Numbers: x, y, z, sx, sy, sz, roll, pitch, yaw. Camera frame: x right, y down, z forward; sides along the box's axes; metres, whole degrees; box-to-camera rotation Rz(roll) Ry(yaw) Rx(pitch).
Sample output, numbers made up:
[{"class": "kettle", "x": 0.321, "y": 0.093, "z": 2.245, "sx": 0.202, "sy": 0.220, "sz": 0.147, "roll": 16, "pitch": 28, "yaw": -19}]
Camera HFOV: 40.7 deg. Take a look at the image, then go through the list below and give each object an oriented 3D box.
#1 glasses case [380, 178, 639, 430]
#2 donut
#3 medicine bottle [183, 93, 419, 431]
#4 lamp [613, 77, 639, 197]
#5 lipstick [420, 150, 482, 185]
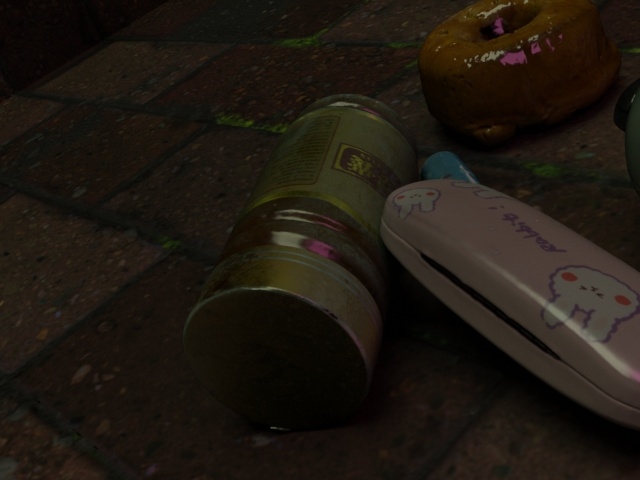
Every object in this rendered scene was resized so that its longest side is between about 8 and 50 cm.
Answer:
[{"class": "glasses case", "x": 0.160, "y": 0.034, "z": 0.637, "sx": 0.113, "sy": 0.075, "sz": 0.297, "roll": -12, "pitch": 35, "yaw": -33}, {"class": "donut", "x": 0.221, "y": -0.205, "z": 0.990, "sx": 0.226, "sy": 0.114, "sz": 0.227, "roll": -19, "pitch": 29, "yaw": 11}, {"class": "medicine bottle", "x": 0.000, "y": 0.000, "z": 0.782, "sx": 0.151, "sy": 0.151, "sz": 0.322, "roll": -10, "pitch": 33, "yaw": 22}, {"class": "lamp", "x": 0.331, "y": -0.056, "z": 0.630, "sx": 0.197, "sy": 0.198, "sz": 0.244, "roll": -13, "pitch": 55, "yaw": 18}, {"class": "lipstick", "x": 0.143, "y": -0.037, "z": 0.841, "sx": 0.048, "sy": 0.048, "sz": 0.158, "roll": -24, "pitch": 30, "yaw": 0}]
